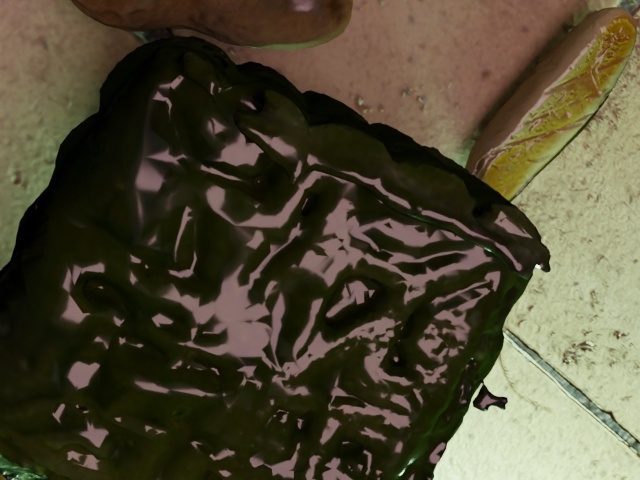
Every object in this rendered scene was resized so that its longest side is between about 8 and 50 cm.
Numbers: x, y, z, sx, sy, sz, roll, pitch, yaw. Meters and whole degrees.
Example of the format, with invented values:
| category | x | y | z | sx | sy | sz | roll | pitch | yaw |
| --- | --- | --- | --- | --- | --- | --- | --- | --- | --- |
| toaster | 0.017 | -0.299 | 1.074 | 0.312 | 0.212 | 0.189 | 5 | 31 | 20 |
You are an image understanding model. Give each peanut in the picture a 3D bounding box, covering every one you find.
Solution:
| category | x | y | z | sx | sy | sz | roll | pitch | yaw |
| --- | --- | --- | --- | --- | --- | --- | --- | --- | --- |
| peanut | -0.084 | -0.186 | 0.745 | 0.227 | 0.104 | 0.086 | 2 | 101 | -23 |

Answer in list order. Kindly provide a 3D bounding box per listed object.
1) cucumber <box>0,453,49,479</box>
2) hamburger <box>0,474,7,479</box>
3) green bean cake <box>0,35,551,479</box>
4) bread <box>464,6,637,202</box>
| category | x | y | z | sx | sy | sz | roll | pitch | yaw |
| --- | --- | --- | --- | --- | --- | --- | --- | --- | --- |
| cucumber | -0.266 | 0.138 | 0.798 | 0.359 | 0.096 | 0.096 | 15 | 103 | -30 |
| hamburger | -0.302 | 0.293 | 0.730 | 0.302 | 0.261 | 0.186 | -24 | 124 | 25 |
| green bean cake | -0.046 | 0.055 | 0.708 | 0.335 | 0.218 | 0.319 | 25 | 101 | -7 |
| bread | 0.203 | -0.118 | 0.928 | 0.073 | 0.053 | 0.214 | 37 | 95 | -26 |
